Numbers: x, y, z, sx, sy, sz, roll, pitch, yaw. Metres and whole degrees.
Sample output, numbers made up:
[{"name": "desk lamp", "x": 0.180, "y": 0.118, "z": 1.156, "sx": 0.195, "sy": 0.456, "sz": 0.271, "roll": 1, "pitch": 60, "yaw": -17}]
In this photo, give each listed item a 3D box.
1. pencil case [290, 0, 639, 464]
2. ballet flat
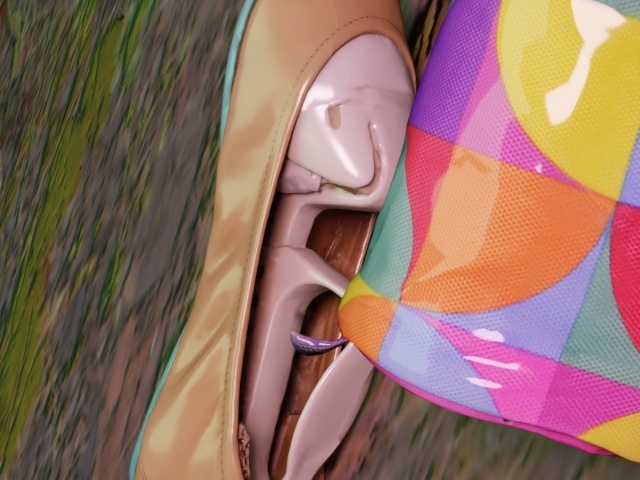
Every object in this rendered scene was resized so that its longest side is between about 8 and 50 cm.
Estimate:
[{"name": "pencil case", "x": 0.077, "y": -0.060, "z": 0.496, "sx": 0.236, "sy": 0.104, "sz": 0.104, "roll": -70, "pitch": 23, "yaw": 8}, {"name": "ballet flat", "x": 0.000, "y": 0.000, "z": 0.689, "sx": 0.073, "sy": 0.080, "sz": 0.232, "roll": 17, "pitch": 94, "yaw": 39}]
